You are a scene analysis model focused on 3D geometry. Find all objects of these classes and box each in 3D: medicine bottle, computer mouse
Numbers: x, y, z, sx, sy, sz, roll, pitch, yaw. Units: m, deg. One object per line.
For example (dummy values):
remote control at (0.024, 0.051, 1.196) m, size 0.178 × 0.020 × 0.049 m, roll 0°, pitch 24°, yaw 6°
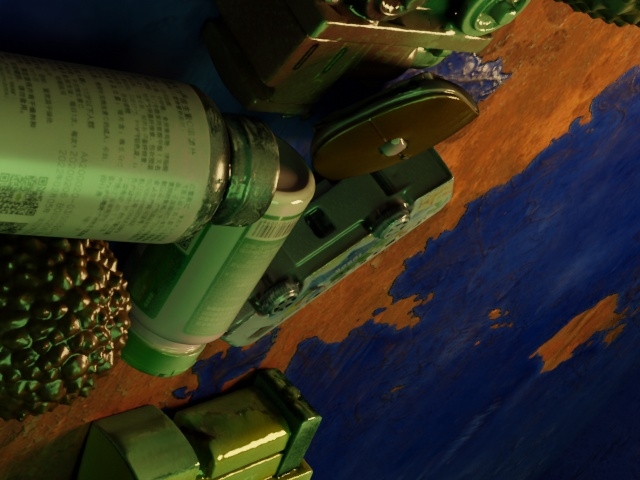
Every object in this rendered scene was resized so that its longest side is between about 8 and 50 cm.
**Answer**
medicine bottle at (-0.124, 0.016, 1.192) m, size 0.133 × 0.133 × 0.274 m, roll -4°, pitch 135°, yaw -47°
computer mouse at (0.077, -0.116, 1.157) m, size 0.158 × 0.071 × 0.310 m, roll -24°, pitch -178°, yaw 12°
medicine bottle at (-0.178, -0.070, 0.941) m, size 0.293 × 0.141 × 0.141 m, roll 5°, pitch 131°, yaw -37°

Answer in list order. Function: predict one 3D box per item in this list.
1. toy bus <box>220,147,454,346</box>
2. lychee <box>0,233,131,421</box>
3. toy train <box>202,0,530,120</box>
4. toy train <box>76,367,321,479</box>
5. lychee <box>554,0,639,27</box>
toy bus at (0.000, 0.000, 1.356) m, size 0.330 × 0.109 × 0.136 m, roll -35°, pitch 163°, yaw -6°
lychee at (-0.279, 0.062, 1.019) m, size 0.200 × 0.238 × 0.200 m, roll 3°, pitch 90°, yaw -65°
toy train at (0.054, -0.221, 1.062) m, size 0.304 × 0.150 × 0.221 m, roll -6°, pitch 148°, yaw -48°
toy train at (-0.168, 0.323, 1.582) m, size 0.397 × 0.160 × 0.253 m, roll -12°, pitch 135°, yaw -41°
lychee at (0.304, -0.327, 1.077) m, size 0.255 × 0.274 × 0.255 m, roll -6°, pitch 120°, yaw -11°
